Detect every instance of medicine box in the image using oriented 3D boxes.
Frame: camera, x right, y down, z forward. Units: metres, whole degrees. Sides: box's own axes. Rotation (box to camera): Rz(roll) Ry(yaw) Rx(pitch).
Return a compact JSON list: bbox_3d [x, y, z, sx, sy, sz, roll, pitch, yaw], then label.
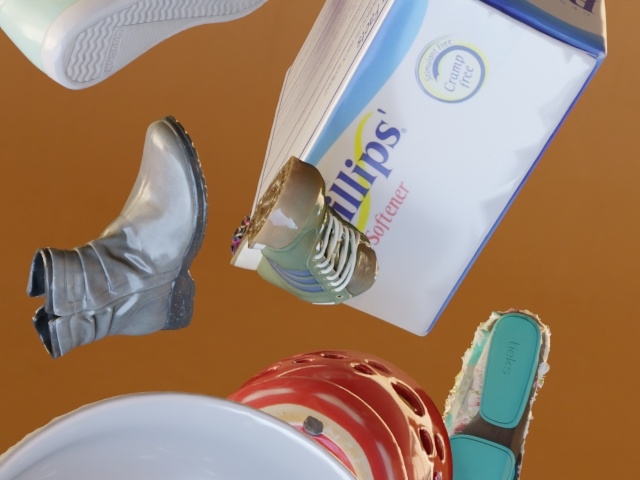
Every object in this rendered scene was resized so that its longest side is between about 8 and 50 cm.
[{"bbox_3d":[0.078,-0.128,1.438,0.149,0.263,0.289,24,-147,-10],"label":"medicine box"}]

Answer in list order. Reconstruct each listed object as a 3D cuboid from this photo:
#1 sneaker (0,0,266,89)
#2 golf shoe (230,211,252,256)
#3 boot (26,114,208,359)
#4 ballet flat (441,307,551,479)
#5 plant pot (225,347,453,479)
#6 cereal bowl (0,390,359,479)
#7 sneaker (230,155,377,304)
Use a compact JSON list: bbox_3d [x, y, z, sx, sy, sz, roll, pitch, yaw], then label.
[{"bbox_3d":[-0.137,-0.218,1.476,0.256,0.094,0.151,-30,-127,-30],"label":"sneaker"},{"bbox_3d":[-0.014,-0.014,2.038,0.067,0.086,0.186,3,-148,47],"label":"golf shoe"},{"bbox_3d":[-0.200,0.005,1.929,0.161,0.247,0.083,-12,-144,-28],"label":"boot"},{"bbox_3d":[0.139,0.173,1.722,0.091,0.241,0.077,25,162,7],"label":"ballet flat"},{"bbox_3d":[-0.002,0.181,1.507,0.191,0.191,0.174,13,-177,9],"label":"plant pot"},{"bbox_3d":[-0.103,0.271,1.207,0.339,0.339,0.141,0,160,-29],"label":"cereal bowl"},{"bbox_3d":[0.000,0.000,1.246,0.086,0.064,0.192,26,168,-4],"label":"sneaker"}]
